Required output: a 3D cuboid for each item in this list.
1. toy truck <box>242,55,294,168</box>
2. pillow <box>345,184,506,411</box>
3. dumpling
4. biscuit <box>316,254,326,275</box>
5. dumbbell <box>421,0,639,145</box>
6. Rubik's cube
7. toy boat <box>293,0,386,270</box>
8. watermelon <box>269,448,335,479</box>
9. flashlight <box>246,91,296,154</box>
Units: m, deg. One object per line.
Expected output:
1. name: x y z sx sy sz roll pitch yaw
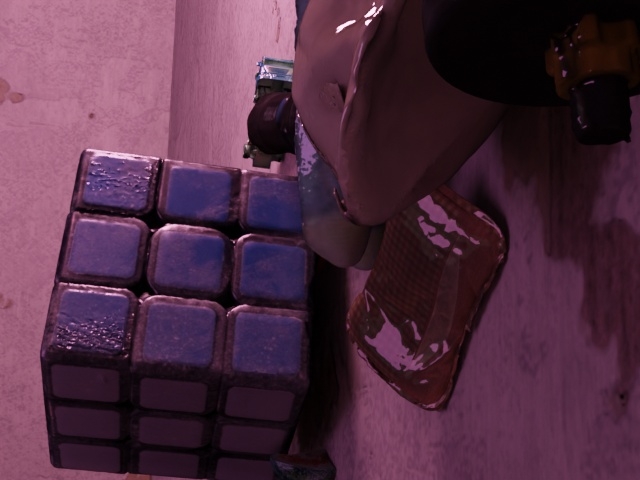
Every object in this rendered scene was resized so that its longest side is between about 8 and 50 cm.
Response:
1. toy truck: -0.074 -0.190 1.687 0.081 0.067 0.175 -93 12 -45
2. pillow: 0.087 0.045 0.987 0.135 0.034 0.211 38 130 31
3. dumpling: 0.072 -0.176 0.848 0.181 0.341 0.260 28 128 28
4. biscuit: 0.000 0.000 1.432 0.091 0.015 0.078 115 157 -58
5. dumbbell: 0.144 -0.238 0.644 0.185 0.185 0.388 132 139 -66
6. Rubik's cube: -0.172 0.104 1.405 0.304 0.305 0.301 103 172 -55
7. toy boat: 0.053 -0.135 1.087 0.215 0.123 0.330 21 -110 -75
8. watermelon: -0.018 0.269 1.352 0.061 0.085 0.085 -53 -9 -39
9. flashlight: -0.024 -0.151 1.423 0.424 0.103 0.103 -157 72 -75
